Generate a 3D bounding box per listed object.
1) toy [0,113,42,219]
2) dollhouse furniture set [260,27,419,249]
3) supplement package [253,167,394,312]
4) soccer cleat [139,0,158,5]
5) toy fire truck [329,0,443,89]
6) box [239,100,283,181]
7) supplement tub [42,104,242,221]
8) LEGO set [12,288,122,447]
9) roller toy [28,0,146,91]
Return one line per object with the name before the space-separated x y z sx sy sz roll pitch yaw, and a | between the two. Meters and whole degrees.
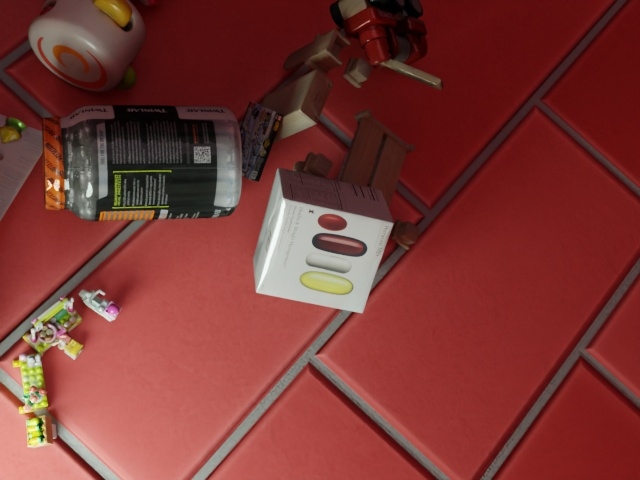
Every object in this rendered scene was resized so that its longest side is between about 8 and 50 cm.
toy | -0.595 -0.117 1.744 0.137 0.056 0.237 23 60 -3
dollhouse furniture set | 0.055 -0.187 1.962 0.355 0.174 0.303 36 59 -28
supplement package | 0.000 0.000 1.770 0.203 0.194 0.149 11 24 -12
soccer cleat | -0.369 -0.617 1.984 0.143 0.116 0.331 3 66 2
toy fire truck | 0.161 -0.390 1.973 0.217 0.158 0.246 -1 71 -58
box | -0.126 -0.189 1.855 0.027 0.094 0.137 15 100 -38
supplement tub | -0.321 -0.139 1.748 0.338 0.207 0.207 -2 70 -17
LEGO set | -0.451 0.196 1.636 0.132 0.107 0.287 26 65 -5
roller toy | -0.430 -0.389 1.817 0.191 0.209 0.146 18 64 13
